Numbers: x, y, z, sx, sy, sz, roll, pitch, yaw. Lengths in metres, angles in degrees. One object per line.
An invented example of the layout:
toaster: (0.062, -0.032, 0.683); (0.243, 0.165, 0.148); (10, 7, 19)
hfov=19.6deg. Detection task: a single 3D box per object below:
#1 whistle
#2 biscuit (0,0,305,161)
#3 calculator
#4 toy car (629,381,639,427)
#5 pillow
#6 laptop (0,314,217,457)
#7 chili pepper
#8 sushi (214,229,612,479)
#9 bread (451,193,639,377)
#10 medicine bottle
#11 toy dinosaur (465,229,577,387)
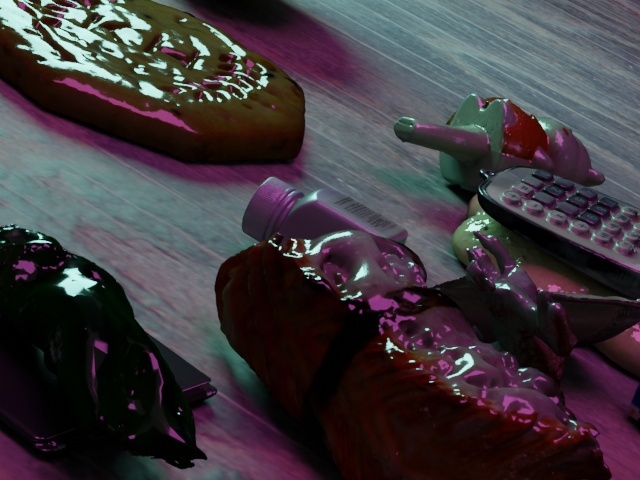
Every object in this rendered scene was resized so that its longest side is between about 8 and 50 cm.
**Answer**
whistle: (0.177, -0.087, 1.817); (0.253, 0.102, 0.106); (10, 66, -35)
biscuit: (-0.173, -0.171, 1.728); (0.359, 0.046, 0.359); (21, 20, -8)
calculator: (0.259, -0.004, 1.642); (0.268, 0.040, 0.177); (30, 22, 16)
toy car: (0.318, 0.113, 1.512); (0.171, 0.080, 0.070); (1, 30, -44)
pillow: (0.152, 0.057, 1.450); (0.233, 0.038, 0.131); (7, -19, -34)
laptop: (-0.161, 0.080, 1.177); (0.129, 0.016, 0.180); (33, 22, 23)
chili pepper: (-0.141, 0.063, 1.138); (0.098, 0.061, 0.224); (12, 22, -44)
sushi: (0.051, 0.088, 1.228); (0.130, 0.124, 0.332); (2, 30, -36)
bread: (0.265, 0.033, 1.690); (0.316, 0.054, 0.316); (21, 23, -9)
medicine bottle: (0.000, 0.000, 1.456); (0.118, 0.074, 0.055); (29, 22, 17)
toy dinosaur: (0.147, 0.080, 1.304); (0.167, 0.053, 0.242); (46, -15, 45)
